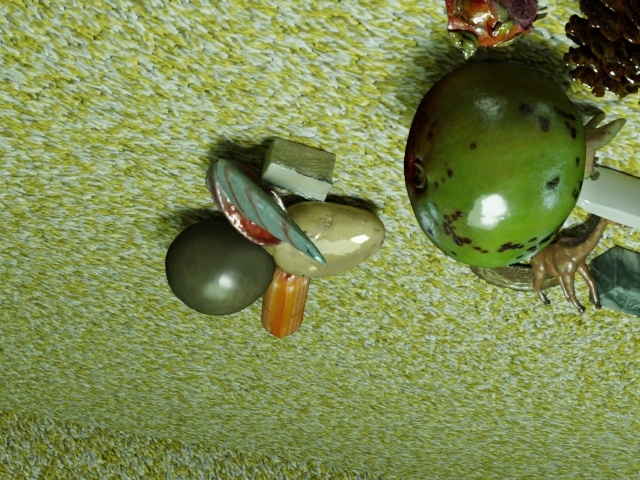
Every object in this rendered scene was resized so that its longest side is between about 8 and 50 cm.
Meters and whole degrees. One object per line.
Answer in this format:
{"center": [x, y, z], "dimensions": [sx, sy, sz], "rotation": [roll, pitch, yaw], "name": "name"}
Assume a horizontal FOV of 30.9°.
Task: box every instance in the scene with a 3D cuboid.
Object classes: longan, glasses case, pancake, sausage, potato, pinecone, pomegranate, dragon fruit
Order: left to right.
{"center": [-0.192, 0.052, 2.179], "dimensions": [0.212, 0.198, 0.198], "rotation": [3, 154, 20], "name": "longan"}
{"center": [-0.069, 0.098, 2.340], "dimensions": [0.093, 0.093, 0.312], "rotation": [9, 153, -2], "name": "sausage"}
{"center": [-0.037, -0.117, 1.912], "dimensions": [0.122, 0.086, 0.061], "rotation": [18, 139, -15], "name": "potato"}
{"center": [0.002, 0.002, 2.080], "dimensions": [0.235, 0.128, 0.161], "rotation": [5, 152, 10], "name": "potato"}
{"center": [0.216, -0.284, 1.481], "dimensions": [0.102, 0.096, 0.147], "rotation": [-15, 147, 33], "name": "dragon fruit"}
{"center": [0.277, -0.096, 1.642], "dimensions": [0.323, 0.291, 0.291], "rotation": [16, 153, -15], "name": "pomegranate"}
{"center": [0.380, 0.056, 2.203], "dimensions": [0.190, 0.020, 0.184], "rotation": [-1, 151, 18], "name": "pancake"}
{"center": [0.488, -0.066, 1.860], "dimensions": [0.193, 0.074, 0.049], "rotation": [17, 153, -18], "name": "glasses case"}
{"center": [0.377, -0.249, 1.435], "dimensions": [0.163, 0.163, 0.165], "rotation": [20, 153, -23], "name": "pinecone"}

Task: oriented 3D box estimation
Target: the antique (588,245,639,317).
{"center": [0.594, 0.086, 2.123], "dimensions": [0.183, 0.086, 0.088], "rotation": [16, 153, -16], "name": "antique"}

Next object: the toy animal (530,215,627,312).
{"center": [0.456, 0.029, 2.037], "dimensions": [0.224, 0.066, 0.229], "rotation": [12, 127, 48], "name": "toy animal"}

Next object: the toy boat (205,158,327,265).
{"center": [-0.085, -0.039, 1.907], "dimensions": [0.282, 0.096, 0.206], "rotation": [39, 166, 53], "name": "toy boat"}
